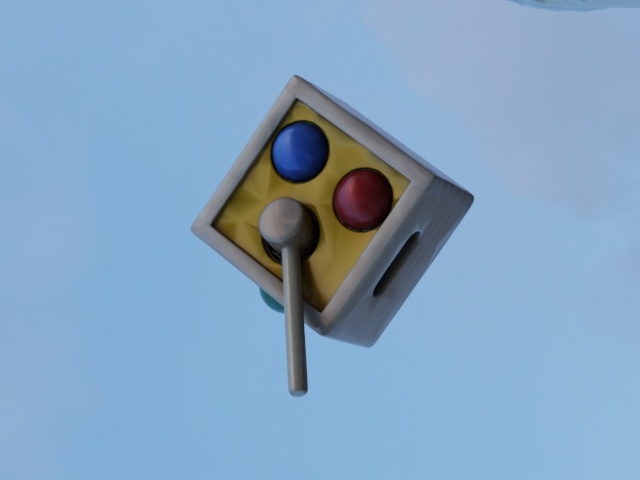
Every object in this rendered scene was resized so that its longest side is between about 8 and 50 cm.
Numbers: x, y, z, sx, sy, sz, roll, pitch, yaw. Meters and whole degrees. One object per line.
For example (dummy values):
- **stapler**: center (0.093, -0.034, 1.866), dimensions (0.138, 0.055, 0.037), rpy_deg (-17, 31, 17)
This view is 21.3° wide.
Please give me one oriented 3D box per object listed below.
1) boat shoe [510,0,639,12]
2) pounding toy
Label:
- **boat shoe**: center (0.171, -0.112, 0.588), dimensions (0.135, 0.367, 0.157), rpy_deg (22, -112, -34)
- **pounding toy**: center (0.000, 0.000, 0.972), dimensions (0.130, 0.141, 0.100), rpy_deg (38, -173, 25)
